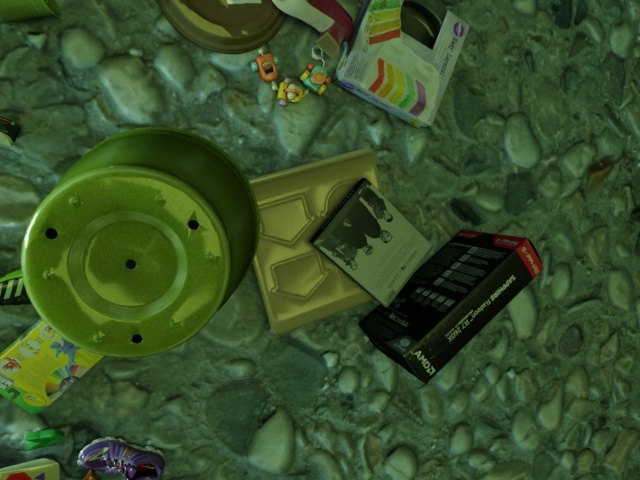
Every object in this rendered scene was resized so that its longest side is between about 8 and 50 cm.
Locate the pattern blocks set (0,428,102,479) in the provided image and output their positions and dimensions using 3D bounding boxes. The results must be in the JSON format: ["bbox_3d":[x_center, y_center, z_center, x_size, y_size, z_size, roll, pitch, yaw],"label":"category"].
[{"bbox_3d":[-0.559,0.484,0.857,0.285,0.026,0.325,10,106,-29],"label":"pattern blocks set"}]

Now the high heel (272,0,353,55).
[{"bbox_3d":[-0.022,-0.497,0.935,0.244,0.082,0.117,39,54,-26],"label":"high heel"}]

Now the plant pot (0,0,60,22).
[{"bbox_3d":[-0.507,-0.411,0.794,0.079,0.083,0.083,-22,104,-4],"label":"plant pot"}]

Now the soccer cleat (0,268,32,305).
[{"bbox_3d":[-0.561,0.094,0.841,0.179,0.060,0.072,-28,106,-17],"label":"soccer cleat"}]

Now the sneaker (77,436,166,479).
[{"bbox_3d":[-0.395,0.444,0.935,0.170,0.071,0.068,16,91,-20],"label":"sneaker"}]

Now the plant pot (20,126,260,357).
[{"bbox_3d":[-0.260,0.003,0.715,0.366,0.353,0.366,-2,101,-12],"label":"plant pot"}]

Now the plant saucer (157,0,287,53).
[{"bbox_3d":[-0.186,-0.513,0.912,0.278,0.041,0.278,-3,97,-20],"label":"plant saucer"}]

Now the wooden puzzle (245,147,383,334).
[{"bbox_3d":[0.000,0.000,1.024,0.322,0.080,0.348,-18,107,-16],"label":"wooden puzzle"}]

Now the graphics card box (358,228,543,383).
[{"bbox_3d":[0.285,0.129,1.053,0.371,0.233,0.094,-39,108,-12],"label":"graphics card box"}]

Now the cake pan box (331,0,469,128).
[{"bbox_3d":[0.185,-0.422,1.040,0.246,0.070,0.267,23,88,-23],"label":"cake pan box"}]

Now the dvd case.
[{"bbox_3d":[0.117,0.009,1.010,0.239,0.029,0.179,42,84,-24],"label":"dvd case"}]

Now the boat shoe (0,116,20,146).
[{"bbox_3d":[-0.593,-0.207,0.803,0.133,0.049,0.042,21,61,-14],"label":"boat shoe"}]

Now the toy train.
[{"bbox_3d":[-0.054,-0.352,0.973,0.166,0.046,0.125,-19,103,-16],"label":"toy train"}]

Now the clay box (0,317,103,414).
[{"bbox_3d":[-0.493,0.206,0.876,0.222,0.053,0.127,-42,115,-9],"label":"clay box"}]
